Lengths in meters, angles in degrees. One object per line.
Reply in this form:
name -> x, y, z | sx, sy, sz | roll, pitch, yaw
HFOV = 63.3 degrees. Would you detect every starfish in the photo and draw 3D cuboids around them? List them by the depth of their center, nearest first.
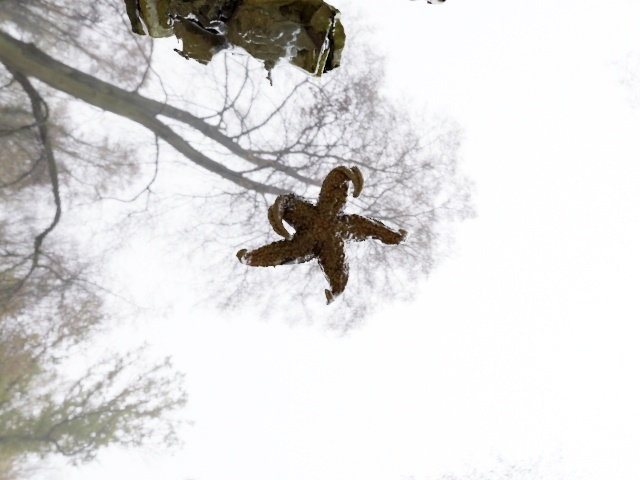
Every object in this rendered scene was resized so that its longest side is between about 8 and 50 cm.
starfish -> -0.001, 0.000, 0.610 | 0.190, 0.074, 0.146 | -27, -100, -10

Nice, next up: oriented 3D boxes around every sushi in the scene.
sushi -> -0.112, -0.275, 0.680 | 0.291, 0.139, 0.131 | 13, -124, 0

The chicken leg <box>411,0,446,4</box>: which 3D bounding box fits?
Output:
chicken leg -> 0.131, -0.280, 0.291 | 0.407, 0.096, 0.157 | 117, -33, -62
